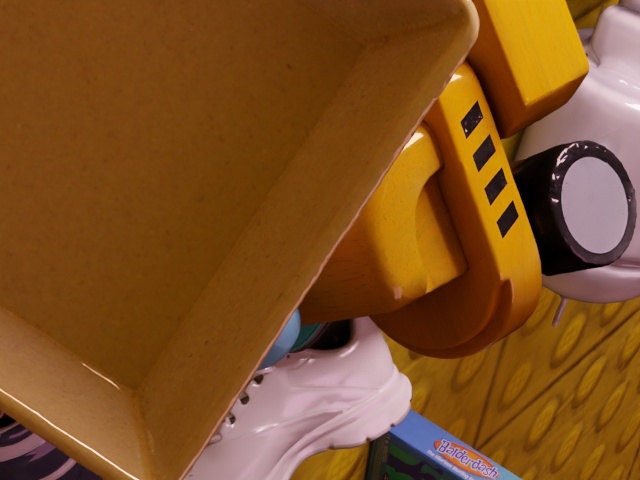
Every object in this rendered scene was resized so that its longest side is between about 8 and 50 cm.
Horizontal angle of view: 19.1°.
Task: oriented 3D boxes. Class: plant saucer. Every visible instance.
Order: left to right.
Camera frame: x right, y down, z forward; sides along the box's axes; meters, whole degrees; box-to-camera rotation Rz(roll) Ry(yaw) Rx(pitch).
[{"bbox_3d":[-0.135,-0.080,1.058,0.333,0.333,0.081,-56,-177,-5],"label":"plant saucer"}]

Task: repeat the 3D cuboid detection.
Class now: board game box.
[{"bbox_3d":[0.146,0.292,2.088,0.047,0.210,0.160,-38,149,-38],"label":"board game box"}]

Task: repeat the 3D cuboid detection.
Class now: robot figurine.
[{"bbox_3d":[0.305,-0.081,1.972,0.300,0.200,0.353,-37,148,-52],"label":"robot figurine"}]

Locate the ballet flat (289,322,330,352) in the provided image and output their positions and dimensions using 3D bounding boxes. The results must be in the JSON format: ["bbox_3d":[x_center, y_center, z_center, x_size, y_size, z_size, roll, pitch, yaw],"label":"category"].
[{"bbox_3d":[0.000,0.000,1.649,0.074,0.074,0.203,-20,129,-54],"label":"ballet flat"}]

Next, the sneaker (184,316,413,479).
[{"bbox_3d":[-0.056,0.157,1.704,0.297,0.111,0.129,-33,116,-29],"label":"sneaker"}]

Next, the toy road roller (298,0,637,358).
[{"bbox_3d":[0.054,-0.074,1.354,0.240,0.202,0.329,-27,100,-40],"label":"toy road roller"}]

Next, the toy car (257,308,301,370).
[{"bbox_3d":[-0.081,-0.078,1.270,0.238,0.210,0.219,-59,147,-32],"label":"toy car"}]

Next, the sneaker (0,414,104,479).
[{"bbox_3d":[-0.261,0.190,1.339,0.282,0.099,0.153,-40,135,-4],"label":"sneaker"}]

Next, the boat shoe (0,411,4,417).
[{"bbox_3d":[-0.236,0.062,1.195,0.324,0.123,0.116,-51,178,23],"label":"boat shoe"}]
